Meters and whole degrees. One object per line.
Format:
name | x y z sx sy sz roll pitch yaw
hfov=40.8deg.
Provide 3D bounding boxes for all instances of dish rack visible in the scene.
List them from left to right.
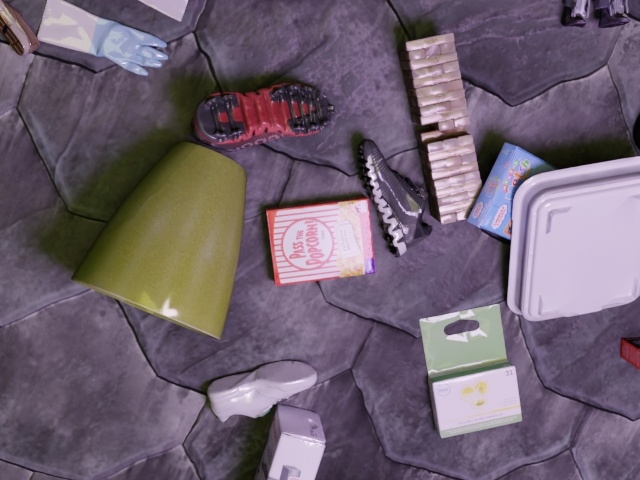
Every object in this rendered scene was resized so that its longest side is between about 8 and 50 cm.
dish rack | 0.500 0.015 1.606 0.285 0.072 0.333 -10 127 -7

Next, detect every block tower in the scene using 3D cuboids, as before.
block tower | 0.224 -0.208 1.591 0.091 0.097 0.335 -13 103 -4

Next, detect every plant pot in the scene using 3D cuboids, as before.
plant pot | -0.246 -0.012 1.507 0.275 0.275 0.293 24 80 -10

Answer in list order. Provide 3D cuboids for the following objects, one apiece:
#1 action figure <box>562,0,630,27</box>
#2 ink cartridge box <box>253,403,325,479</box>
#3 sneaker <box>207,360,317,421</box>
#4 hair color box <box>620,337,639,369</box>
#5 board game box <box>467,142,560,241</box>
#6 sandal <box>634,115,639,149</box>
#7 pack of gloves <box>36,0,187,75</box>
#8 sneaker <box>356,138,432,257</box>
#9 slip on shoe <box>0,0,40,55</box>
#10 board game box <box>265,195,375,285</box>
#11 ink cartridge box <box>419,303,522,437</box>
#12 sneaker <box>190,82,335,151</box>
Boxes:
action figure | 0.507 -0.534 1.563 0.185 0.099 0.285 0 96 3
ink cartridge box | -0.068 0.444 1.641 0.092 0.158 0.218 18 97 -9
sneaker | -0.106 0.298 1.662 0.212 0.080 0.094 -12 113 3
hair color box | 0.655 0.229 1.693 0.072 0.141 0.043 -3 101 -6
board game box | 0.384 -0.074 1.611 0.211 0.039 0.160 19 99 -41
sandal | 0.773 -0.334 1.622 0.167 0.107 0.445 30 95 -11
pack of gloves | -0.362 -0.409 1.511 0.232 0.046 0.195 18 97 -9
sneaker | 0.144 -0.091 1.613 0.106 0.078 0.234 -23 106 -5
slip on shoe | -0.541 -0.387 1.498 0.041 0.051 0.135 -40 95 -39
board game box | 0.000 0.000 1.626 0.193 0.045 0.146 -8 101 -5
ink cartridge box | 0.297 0.259 1.704 0.171 0.056 0.235 -11 103 -4
sneaker | -0.111 -0.220 1.550 0.276 0.135 0.097 -11 89 -28
